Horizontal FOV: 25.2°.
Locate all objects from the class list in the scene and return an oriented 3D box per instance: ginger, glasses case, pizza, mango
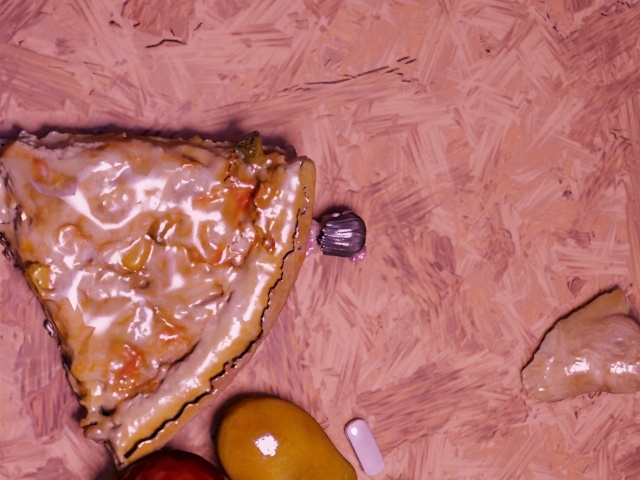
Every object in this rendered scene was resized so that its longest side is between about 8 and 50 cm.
[{"bbox_3d":[0.382,0.178,1.981,0.193,0.122,0.115,-34,130,-6],"label":"ginger"},{"bbox_3d":[0.060,0.278,1.921,0.032,0.021,0.083,-29,108,-11],"label":"glasses case"},{"bbox_3d":[-0.170,0.022,1.740,0.391,0.080,0.435,-25,108,-9],"label":"pizza"},{"bbox_3d":[-0.042,0.288,1.849,0.227,0.099,0.136,38,78,-31],"label":"mango"}]

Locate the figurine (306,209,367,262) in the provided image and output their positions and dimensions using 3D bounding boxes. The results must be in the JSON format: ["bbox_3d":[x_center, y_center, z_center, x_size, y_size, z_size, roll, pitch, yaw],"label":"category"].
[{"bbox_3d":[0.000,0.000,1.832,0.129,0.054,0.072,-5,106,-18],"label":"figurine"}]

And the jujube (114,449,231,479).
[{"bbox_3d":[-0.148,0.415,1.728,0.223,0.223,0.318,-22,69,-16],"label":"jujube"}]
